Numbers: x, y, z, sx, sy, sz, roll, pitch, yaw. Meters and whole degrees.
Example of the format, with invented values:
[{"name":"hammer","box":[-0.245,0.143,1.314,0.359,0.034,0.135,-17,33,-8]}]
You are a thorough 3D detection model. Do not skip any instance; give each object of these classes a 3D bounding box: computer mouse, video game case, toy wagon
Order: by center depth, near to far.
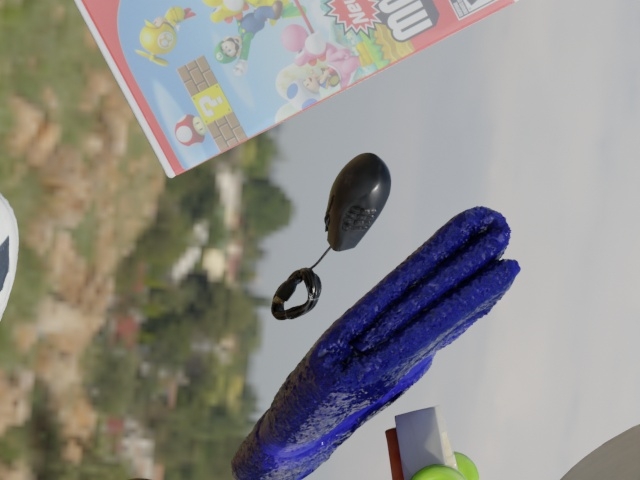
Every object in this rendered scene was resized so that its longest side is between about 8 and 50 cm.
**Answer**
[{"name":"video game case","box":[-0.028,-0.197,1.347,0.204,0.285,0.025,62,8,-7]},{"name":"toy wagon","box":[0.127,0.320,1.715,0.267,0.068,0.344,30,47,-82]},{"name":"computer mouse","box":[0.000,0.000,1.926,0.242,0.041,0.071,-57,-140,38]}]

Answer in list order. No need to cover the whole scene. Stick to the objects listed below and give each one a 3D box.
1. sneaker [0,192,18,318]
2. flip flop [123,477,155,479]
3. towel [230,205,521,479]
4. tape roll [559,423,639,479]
[{"name":"sneaker","box":[-0.278,0.067,1.194,0.235,0.094,0.153,-48,-178,3]},{"name":"flip flop","box":[-0.036,0.200,0.691,0.277,0.112,0.080,54,-8,48]},{"name":"towel","box":[0.047,0.106,1.624,0.228,0.076,0.308,-41,172,-26]},{"name":"tape roll","box":[0.252,0.255,1.299,0.100,0.286,0.286,44,32,-33]}]
